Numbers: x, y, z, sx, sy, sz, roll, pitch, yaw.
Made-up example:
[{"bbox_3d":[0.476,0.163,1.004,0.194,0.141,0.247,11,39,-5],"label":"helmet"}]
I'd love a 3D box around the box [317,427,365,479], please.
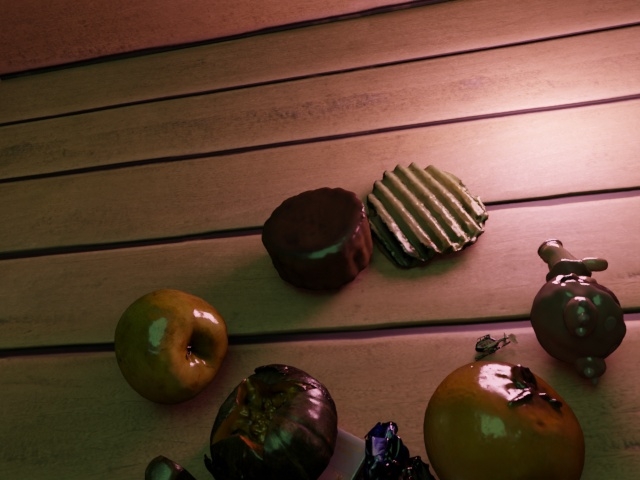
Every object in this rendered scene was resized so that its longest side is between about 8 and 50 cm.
[{"bbox_3d":[0.003,0.555,1.412,0.155,0.067,0.243,16,55,32],"label":"box"}]

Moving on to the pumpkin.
[{"bbox_3d":[-0.104,0.434,1.388,0.320,0.192,0.320,-24,30,15],"label":"pumpkin"}]

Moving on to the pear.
[{"bbox_3d":[-0.413,0.276,1.647,0.304,0.304,0.304,-9,47,10],"label":"pear"}]

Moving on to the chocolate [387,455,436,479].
[{"bbox_3d":[0.196,0.512,1.255,0.156,0.156,0.133,-8,48,10],"label":"chocolate"}]

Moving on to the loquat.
[{"bbox_3d":[0.365,0.427,1.267,0.328,0.359,0.328,18,21,-7],"label":"loquat"}]

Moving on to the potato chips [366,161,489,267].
[{"bbox_3d":[0.313,-0.095,1.906,0.358,0.070,0.429,-24,48,-8],"label":"potato chips"}]

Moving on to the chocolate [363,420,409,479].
[{"bbox_3d":[0.125,0.565,1.342,0.148,0.126,0.343,29,51,-9],"label":"chocolate"}]

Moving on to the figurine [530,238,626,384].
[{"bbox_3d":[0.613,0.145,1.500,0.203,0.248,0.381,-9,34,17],"label":"figurine"}]

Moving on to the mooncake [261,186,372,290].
[{"bbox_3d":[-0.001,0.000,1.835,0.324,0.187,0.324,-10,45,10],"label":"mooncake"}]

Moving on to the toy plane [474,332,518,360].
[{"bbox_3d":[0.441,0.264,1.563,0.120,0.031,0.049,-24,52,-1],"label":"toy plane"}]

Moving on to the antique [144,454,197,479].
[{"bbox_3d":[-0.329,0.569,1.398,0.081,0.221,0.080,15,56,27],"label":"antique"}]
